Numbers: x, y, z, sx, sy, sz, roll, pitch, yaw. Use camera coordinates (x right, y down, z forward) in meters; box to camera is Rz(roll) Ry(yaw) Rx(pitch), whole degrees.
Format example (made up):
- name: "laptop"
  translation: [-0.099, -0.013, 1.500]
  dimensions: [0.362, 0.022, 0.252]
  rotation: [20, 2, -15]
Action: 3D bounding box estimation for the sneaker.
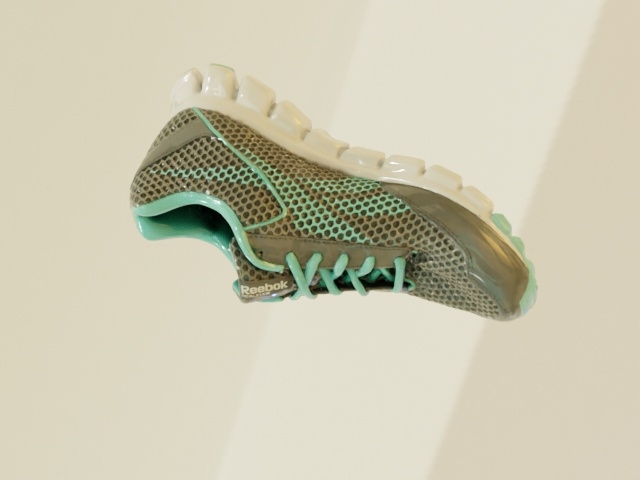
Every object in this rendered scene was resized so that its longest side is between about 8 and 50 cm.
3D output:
- name: "sneaker"
  translation: [0.000, 0.000, 0.704]
  dimensions: [0.076, 0.166, 0.065]
  rotation: [-55, -21, -26]
